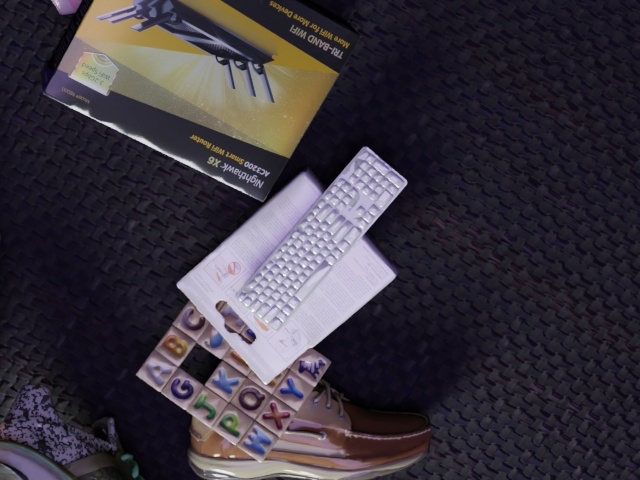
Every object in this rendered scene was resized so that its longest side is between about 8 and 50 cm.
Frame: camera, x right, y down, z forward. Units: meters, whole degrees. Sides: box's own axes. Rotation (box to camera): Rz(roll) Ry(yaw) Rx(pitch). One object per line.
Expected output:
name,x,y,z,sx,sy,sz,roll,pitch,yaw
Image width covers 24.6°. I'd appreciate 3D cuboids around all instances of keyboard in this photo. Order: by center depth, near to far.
keyboard,0.000,0.000,1.840,0.072,0.014,0.256,41,99,-1

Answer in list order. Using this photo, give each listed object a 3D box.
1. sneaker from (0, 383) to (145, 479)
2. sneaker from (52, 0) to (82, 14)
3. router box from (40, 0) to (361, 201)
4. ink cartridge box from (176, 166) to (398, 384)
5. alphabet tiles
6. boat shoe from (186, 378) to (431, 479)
sneaker,-0.274,0.323,1.921,0.158,0.182,0.410,-9,140,38
sneaker,-0.310,-0.332,1.754,0.070,0.051,0.134,-19,113,-5
router box,-0.145,-0.222,1.771,0.309,0.081,0.243,25,104,-21
ink cartridge box,-0.041,0.045,1.883,0.225,0.056,0.181,-41,92,11
alphabet tiles,-0.089,0.133,1.894,0.198,0.009,0.237,35,82,1
boat shoe,-0.015,0.245,1.937,0.324,0.122,0.119,-2,105,-6
